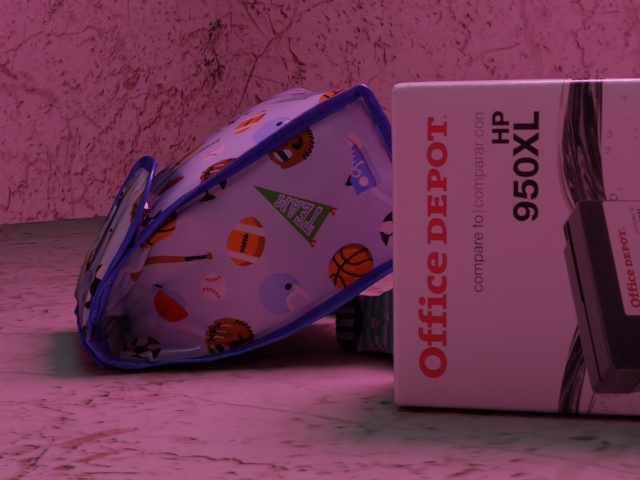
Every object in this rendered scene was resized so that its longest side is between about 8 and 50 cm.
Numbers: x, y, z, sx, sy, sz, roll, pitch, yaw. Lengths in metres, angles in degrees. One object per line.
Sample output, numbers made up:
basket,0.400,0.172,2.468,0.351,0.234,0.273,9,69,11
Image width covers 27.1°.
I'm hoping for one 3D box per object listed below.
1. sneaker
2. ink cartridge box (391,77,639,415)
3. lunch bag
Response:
sneaker,0.106,0.087,1.395,0.098,0.083,0.223,3,2,-29
ink cartridge box,0.263,0.002,1.157,0.395,0.285,0.166,0,5,13
lunch bag,-0.104,-0.009,1.477,0.385,0.239,0.328,-33,11,-6
